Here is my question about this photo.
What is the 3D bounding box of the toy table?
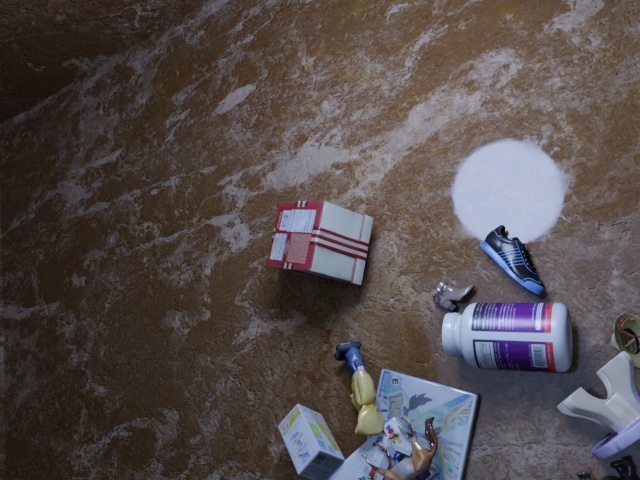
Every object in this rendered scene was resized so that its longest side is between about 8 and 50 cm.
[{"bbox_3d":[0.717,0.398,1.459,0.161,0.252,0.274,49,124,24],"label":"toy table"}]

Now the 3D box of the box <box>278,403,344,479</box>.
[{"bbox_3d":[-0.031,0.615,1.825,0.103,0.114,0.203,-50,35,8],"label":"box"}]

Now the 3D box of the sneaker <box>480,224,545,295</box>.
[{"bbox_3d":[0.563,0.053,1.707,0.090,0.081,0.232,-51,59,17],"label":"sneaker"}]

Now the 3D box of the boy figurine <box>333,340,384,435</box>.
[{"bbox_3d":[0.116,0.455,1.804,0.092,0.177,0.285,-5,55,-12],"label":"boy figurine"}]

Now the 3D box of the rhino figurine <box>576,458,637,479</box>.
[{"bbox_3d":[0.682,0.635,1.503,0.243,0.073,0.106,-27,63,22],"label":"rhino figurine"}]

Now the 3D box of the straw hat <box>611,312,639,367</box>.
[{"bbox_3d":[0.788,0.262,1.542,0.061,0.145,0.144,137,128,-59],"label":"straw hat"}]

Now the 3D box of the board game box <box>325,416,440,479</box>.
[{"bbox_3d":[0.169,0.686,1.736,0.305,0.053,0.193,-45,61,12],"label":"board game box"}]

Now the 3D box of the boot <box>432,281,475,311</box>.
[{"bbox_3d":[0.394,0.154,1.797,0.118,0.042,0.087,-49,58,9],"label":"boot"}]

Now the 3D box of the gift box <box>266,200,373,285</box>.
[{"bbox_3d":[0.000,0.000,1.930,0.276,0.258,0.254,10,84,50],"label":"gift box"}]

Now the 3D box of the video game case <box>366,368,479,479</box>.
[{"bbox_3d":[0.284,0.573,1.752,0.300,0.036,0.328,9,82,30],"label":"video game case"}]

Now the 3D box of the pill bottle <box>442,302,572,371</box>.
[{"bbox_3d":[0.506,0.259,1.628,0.323,0.181,0.181,-3,76,28],"label":"pill bottle"}]

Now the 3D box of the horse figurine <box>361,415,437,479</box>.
[{"bbox_3d":[0.235,0.604,1.651,0.263,0.066,0.174,-47,54,13],"label":"horse figurine"}]
